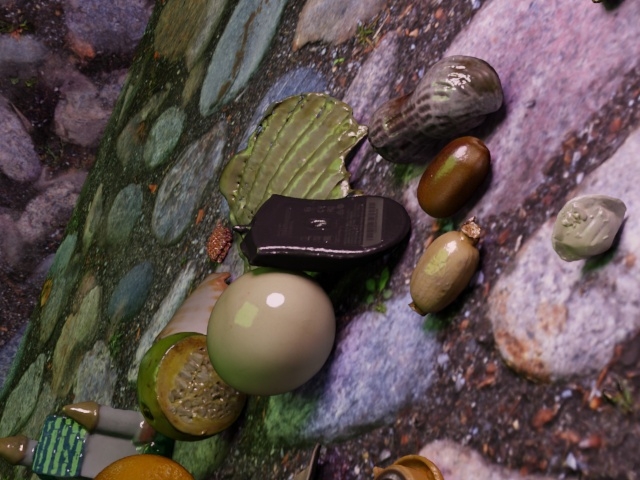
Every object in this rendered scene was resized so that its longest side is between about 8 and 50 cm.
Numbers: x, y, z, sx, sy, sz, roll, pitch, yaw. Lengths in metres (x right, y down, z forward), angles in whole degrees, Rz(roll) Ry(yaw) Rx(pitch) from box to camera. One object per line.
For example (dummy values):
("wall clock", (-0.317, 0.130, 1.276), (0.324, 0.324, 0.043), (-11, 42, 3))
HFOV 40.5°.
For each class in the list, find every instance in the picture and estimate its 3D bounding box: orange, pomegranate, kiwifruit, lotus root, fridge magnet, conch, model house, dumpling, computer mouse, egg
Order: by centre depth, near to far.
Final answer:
("dumpling", (0.282, -0.014, 0.920), (0.076, 0.057, 0.052), (-31, 45, 51))
("fridge magnet", (0.096, 0.322, 1.020), (0.143, 0.063, 0.143), (-44, 33, 38))
("lotus root", (0.159, 0.036, 1.105), (0.150, 0.062, 0.073), (-59, 29, 22))
("kiwifruit", (0.175, -0.083, 1.151), (0.124, 0.075, 0.075), (-55, 30, 33))
("computer mouse", (0.000, 0.000, 1.291), (0.147, 0.264, 0.088), (-76, -12, -50))
("egg", (-0.081, 0.143, 1.328), (0.254, 0.188, 0.189), (-48, 33, 47))
("orange", (-0.311, 0.478, 1.486), (0.236, 0.236, 0.236), (-40, 39, 43))
("pomegranate", (-0.234, 0.232, 1.540), (0.159, 0.189, 0.241), (-11, 62, 56))
("conch", (-0.253, 0.171, 1.688), (0.158, 0.127, 0.255), (-37, 41, 47))
("model house", (-0.493, 0.402, 1.750), (0.267, 0.324, 0.194), (-22, 55, 55))

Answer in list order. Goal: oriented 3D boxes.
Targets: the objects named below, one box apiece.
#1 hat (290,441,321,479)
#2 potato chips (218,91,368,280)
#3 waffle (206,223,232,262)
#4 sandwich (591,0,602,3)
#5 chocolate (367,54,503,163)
("hat", (-0.017, 0.411, 1.167), (0.214, 0.149, 0.244), (-56, -7, 38))
("potato chips", (-0.059, -0.053, 1.528), (0.389, 0.097, 0.373), (-39, 49, 40))
("waffle", (-0.214, 0.008, 1.837), (0.075, 0.029, 0.083), (-65, 31, 15))
("sandwich", (0.317, -0.389, 1.016), (0.109, 0.160, 0.185), (-33, 49, 21))
("chocolate", (0.154, -0.180, 1.218), (0.248, 0.110, 0.110), (-28, 48, 48))
